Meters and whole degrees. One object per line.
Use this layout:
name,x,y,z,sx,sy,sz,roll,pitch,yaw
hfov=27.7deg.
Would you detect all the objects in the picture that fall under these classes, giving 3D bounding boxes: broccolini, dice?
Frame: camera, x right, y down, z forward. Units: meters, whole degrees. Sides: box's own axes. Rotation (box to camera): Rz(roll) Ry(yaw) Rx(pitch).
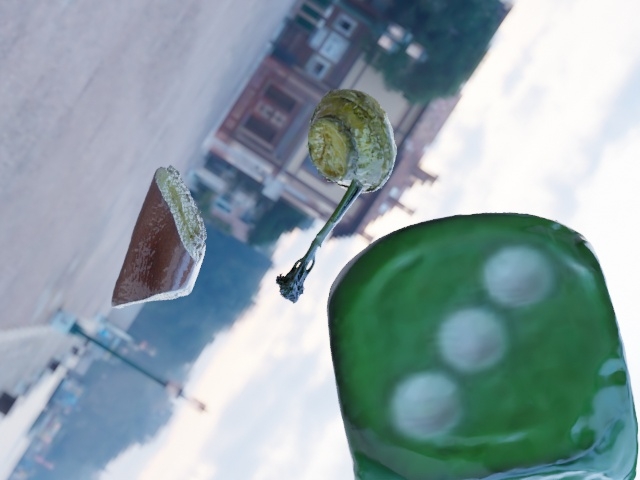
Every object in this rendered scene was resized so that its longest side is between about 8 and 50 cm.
broccolini,0.001,0.000,1.662,0.218,0.042,0.044,-56,-141,34
dice,0.175,0.161,1.431,0.287,0.297,0.300,72,8,-60

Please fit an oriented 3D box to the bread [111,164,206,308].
bread,-0.189,0.018,1.592,0.067,0.119,0.192,5,113,-51

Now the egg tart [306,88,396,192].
egg tart,0.039,-0.156,2.119,0.074,0.191,0.191,-26,165,-37
